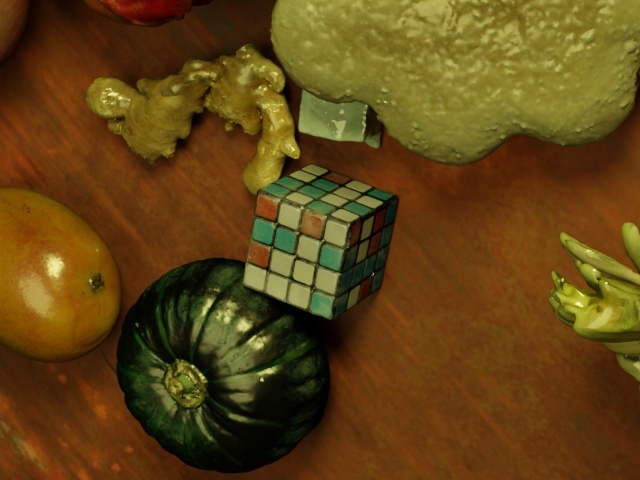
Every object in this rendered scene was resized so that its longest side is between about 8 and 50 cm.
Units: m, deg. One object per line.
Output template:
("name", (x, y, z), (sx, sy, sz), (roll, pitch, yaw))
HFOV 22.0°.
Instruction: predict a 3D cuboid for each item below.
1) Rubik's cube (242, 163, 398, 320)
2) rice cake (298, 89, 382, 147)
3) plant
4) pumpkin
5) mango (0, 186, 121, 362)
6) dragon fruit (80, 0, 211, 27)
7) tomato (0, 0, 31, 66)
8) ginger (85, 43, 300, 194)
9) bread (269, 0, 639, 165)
("Rubik's cube", (0.000, 0.000, 1.395), (0.092, 0.092, 0.092), (21, 117, 22))
("rice cake", (0.024, -0.171, 1.337), (0.069, 0.063, 0.206), (16, 114, 18))
("plant", (0.312, 0.114, 1.164), (0.297, 0.306, 0.261), (-2, 77, 3))
("pumpkin", (-0.089, 0.112, 1.460), (0.202, 0.140, 0.202), (9, 110, 25))
("mango", (-0.283, 0.025, 1.553), (0.221, 0.120, 0.151), (34, 122, 25))
("dragon fruit", (-0.197, -0.281, 1.242), (0.286, 0.329, 0.228), (-33, 47, 34))
("tomato", (-0.419, -0.232, 1.401), (0.273, 0.341, 0.341), (44, 128, 42))
("ginger", (-0.103, -0.115, 1.442), (0.193, 0.052, 0.176), (41, 123, 3))
("bread", (0.133, -0.151, 1.230), (0.337, 0.102, 0.183), (-8, 110, 18))
